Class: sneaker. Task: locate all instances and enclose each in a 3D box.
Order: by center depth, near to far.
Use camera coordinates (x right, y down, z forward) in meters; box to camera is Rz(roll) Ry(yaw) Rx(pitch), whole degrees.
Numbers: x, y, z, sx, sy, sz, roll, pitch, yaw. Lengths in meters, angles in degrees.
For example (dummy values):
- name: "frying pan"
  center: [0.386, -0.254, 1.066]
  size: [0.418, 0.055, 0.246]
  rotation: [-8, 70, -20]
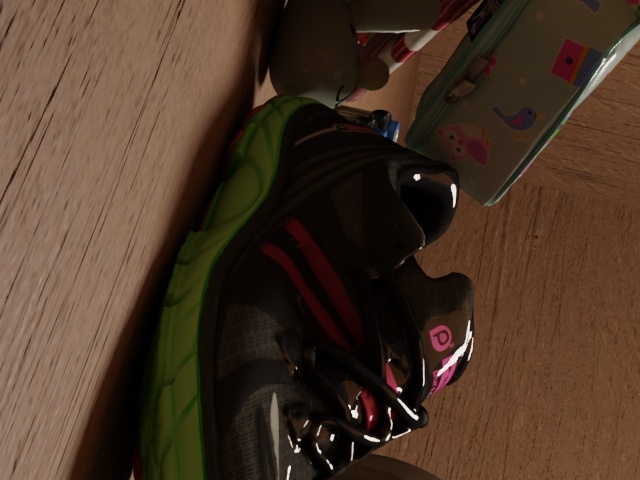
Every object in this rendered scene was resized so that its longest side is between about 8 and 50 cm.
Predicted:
- name: "sneaker"
  center: [0.000, 0.070, 1.111]
  size: [0.483, 0.202, 0.185]
  rotation: [-73, 173, -46]

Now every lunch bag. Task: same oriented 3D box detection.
- name: "lunch bag"
  center: [0.177, -0.161, 1.314]
  size: [0.224, 0.108, 0.279]
  rotation: [-50, 180, 42]

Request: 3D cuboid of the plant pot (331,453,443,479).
- name: "plant pot"
  center: [-0.018, 0.339, 1.280]
  size: [0.280, 0.323, 0.323]
  rotation: [1, 103, -69]

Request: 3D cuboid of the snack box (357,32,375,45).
- name: "snack box"
  center: [0.093, -0.302, 1.554]
  size: [0.207, 0.070, 0.174]
  rotation: [-46, -169, 25]

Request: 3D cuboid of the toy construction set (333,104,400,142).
- name: "toy construction set"
  center: [0.014, -0.017, 1.528]
  size: [0.328, 0.151, 0.215]
  rotation: [-111, -148, -78]

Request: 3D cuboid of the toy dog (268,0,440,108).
- name: "toy dog"
  center: [0.071, -0.257, 1.348]
  size: [0.220, 0.161, 0.334]
  rotation: [-22, 125, -84]

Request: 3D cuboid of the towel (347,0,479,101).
- name: "towel"
  center: [0.136, -0.266, 1.538]
  size: [0.237, 0.037, 0.329]
  rotation: [-57, -170, -23]
